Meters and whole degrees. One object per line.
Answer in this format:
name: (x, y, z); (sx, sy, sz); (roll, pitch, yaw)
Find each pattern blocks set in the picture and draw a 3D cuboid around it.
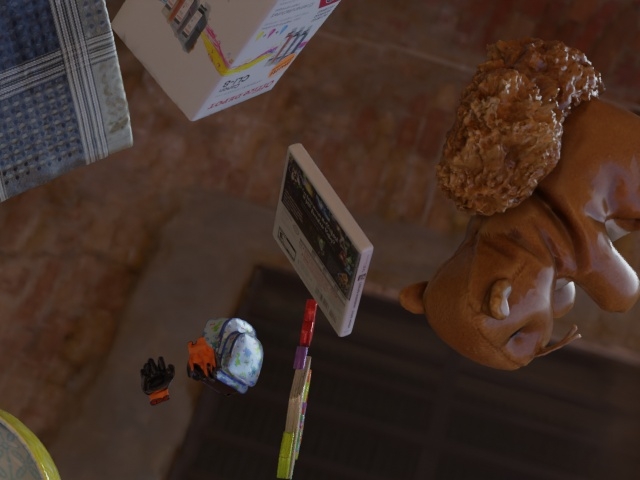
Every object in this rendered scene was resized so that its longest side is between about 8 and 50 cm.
pattern blocks set: (-0.040, 0.294, 2.368); (0.285, 0.026, 0.324); (-78, 176, -52)

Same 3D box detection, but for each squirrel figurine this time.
squirrel figurine: (0.247, -0.044, 1.778); (0.370, 0.281, 0.397); (-43, 120, -25)

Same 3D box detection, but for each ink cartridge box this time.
ink cartridge box: (-0.078, -0.220, 1.279); (0.128, 0.127, 0.176); (-29, 166, -48)

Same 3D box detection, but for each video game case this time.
video game case: (0.000, 0.000, 1.780); (0.190, 0.022, 0.173); (56, -29, 32)

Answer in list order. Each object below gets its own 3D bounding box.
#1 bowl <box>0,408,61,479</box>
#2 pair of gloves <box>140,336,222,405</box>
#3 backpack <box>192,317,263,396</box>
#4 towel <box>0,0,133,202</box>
bowl: (-0.409, 0.319, 1.629); (0.156, 0.289, 0.289); (11, 96, -77)
pair of gloves: (-0.141, 0.132, 1.413); (0.074, 0.083, 0.010); (-121, -170, -57)
backpack: (-0.145, 0.185, 2.288); (0.105, 0.084, 0.114); (39, 54, -47)
towel: (-0.421, -0.213, 1.922); (0.312, 0.056, 0.324); (-27, 128, -27)
